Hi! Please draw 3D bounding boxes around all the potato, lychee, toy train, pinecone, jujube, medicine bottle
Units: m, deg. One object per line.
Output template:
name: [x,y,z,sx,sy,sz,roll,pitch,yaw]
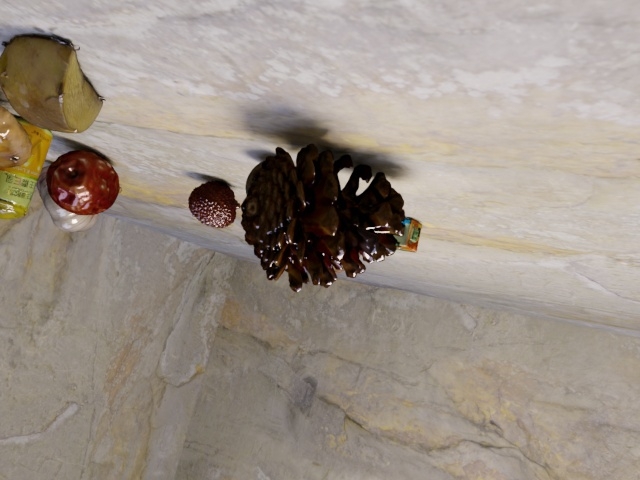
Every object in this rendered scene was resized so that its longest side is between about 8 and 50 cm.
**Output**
potato: [-0.426,-0.231,0.838,0.138,0.098,0.243,18,171,-9]
lychee: [-0.273,-0.093,1.409,0.129,0.123,0.123,9,171,17]
toy train: [0.153,-0.020,1.320,0.188,0.072,0.099,8,176,36]
pinecone: [0.014,-0.039,0.913,0.293,0.246,0.246,-3,-179,-27]
jujube: [-0.629,-0.152,1.474,0.174,0.174,0.250,16,173,-10]
medicine bottle: [-0.733,-0.168,1.312,0.124,0.238,0.124,13,174,1]

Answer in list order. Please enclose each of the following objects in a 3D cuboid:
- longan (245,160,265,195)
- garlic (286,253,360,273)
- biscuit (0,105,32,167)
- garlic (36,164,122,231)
longan: [-0.096,-0.103,1.061,0.106,0.106,0.119,15,-155,0]
garlic: [0.000,0.000,1.466,0.245,0.160,0.245,1,157,0]
biscuit: [-0.788,-0.278,1.064,0.447,0.103,0.429,12,159,16]
garlic: [-0.807,-0.153,1.876,0.253,0.244,0.245,-21,-178,-17]
